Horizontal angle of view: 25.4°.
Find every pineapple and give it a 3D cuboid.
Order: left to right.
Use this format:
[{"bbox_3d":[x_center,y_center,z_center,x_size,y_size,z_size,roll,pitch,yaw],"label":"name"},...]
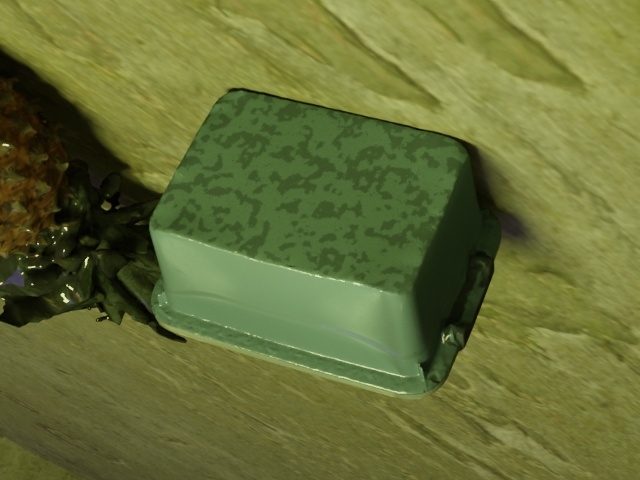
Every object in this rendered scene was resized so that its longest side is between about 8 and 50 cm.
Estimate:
[{"bbox_3d":[-0.226,-0.010,1.163,0.165,0.166,0.364,6,156,36],"label":"pineapple"}]

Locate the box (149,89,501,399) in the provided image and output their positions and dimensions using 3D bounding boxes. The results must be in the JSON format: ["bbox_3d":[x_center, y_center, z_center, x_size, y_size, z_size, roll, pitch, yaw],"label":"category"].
[{"bbox_3d":[0.000,0.000,0.968,0.227,0.162,0.130,15,149,18],"label":"box"}]
